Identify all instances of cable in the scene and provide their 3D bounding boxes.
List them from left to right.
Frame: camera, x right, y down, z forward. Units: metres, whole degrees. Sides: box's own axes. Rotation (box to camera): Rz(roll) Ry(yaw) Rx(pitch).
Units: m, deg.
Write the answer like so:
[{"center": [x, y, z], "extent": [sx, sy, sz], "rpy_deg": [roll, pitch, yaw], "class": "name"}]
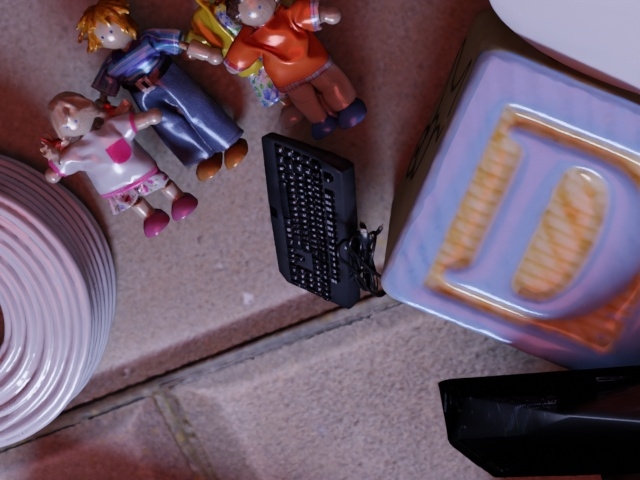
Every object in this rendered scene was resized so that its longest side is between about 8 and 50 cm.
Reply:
[{"center": [-0.303, 0.050, 1.039], "extent": [0.257, 0.089, 0.257], "rpy_deg": [34, 108, -6], "class": "cable"}]

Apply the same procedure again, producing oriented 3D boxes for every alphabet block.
[{"center": [0.167, -0.039, 0.909], "extent": [0.193, 0.197, 0.192], "rpy_deg": [24, 110, -2], "class": "alphabet block"}]

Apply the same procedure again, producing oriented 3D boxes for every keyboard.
[{"center": [0.000, 0.000, 0.957], "extent": [0.100, 0.038, 0.192], "rpy_deg": [18, 149, 16], "class": "keyboard"}]

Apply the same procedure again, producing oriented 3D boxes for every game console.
[{"center": [0.248, 0.174, 0.948], "extent": [0.213, 0.044, 0.361], "rpy_deg": [-7, 151, 28], "class": "game console"}]

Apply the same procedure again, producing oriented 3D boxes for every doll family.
[{"center": [-0.099, -0.131, 0.956], "extent": [0.263, 0.118, 0.163], "rpy_deg": [-29, 121, 18], "class": "doll family"}]

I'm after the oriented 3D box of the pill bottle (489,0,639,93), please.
[{"center": [0.249, -0.280, 0.750], "extent": [0.210, 0.210, 0.363], "rpy_deg": [24, 84, -3], "class": "pill bottle"}]
